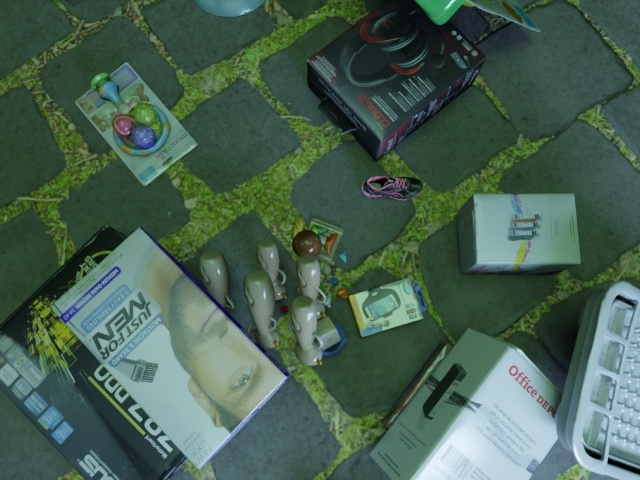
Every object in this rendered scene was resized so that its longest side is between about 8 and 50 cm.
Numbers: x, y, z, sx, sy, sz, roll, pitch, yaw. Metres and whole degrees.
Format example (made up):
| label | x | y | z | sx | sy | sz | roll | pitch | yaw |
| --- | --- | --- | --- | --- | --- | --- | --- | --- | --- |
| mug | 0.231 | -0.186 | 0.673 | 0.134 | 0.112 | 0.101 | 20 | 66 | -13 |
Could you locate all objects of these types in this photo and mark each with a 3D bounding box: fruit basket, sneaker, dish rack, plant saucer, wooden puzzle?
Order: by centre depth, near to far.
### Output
| label | x | y | z | sx | sy | sz | roll | pitch | yaw |
| --- | --- | --- | --- | --- | --- | --- | --- | --- | --- |
| dish rack | 0.505 | 0.241 | 0.856 | 0.333 | 0.072 | 0.285 | 25 | 76 | -25 |
| fruit basket | 0.251 | -0.532 | 0.974 | 0.353 | 0.165 | 0.326 | -13 | 65 | -41 |
| sneaker | 0.139 | -0.106 | 1.008 | 0.120 | 0.057 | 0.047 | -2 | 76 | 0 |
| wooden puzzle | 0.000 | 0.000 | 1.010 | 0.117 | 0.014 | 0.078 | 15 | 79 | 4 |
| plant saucer | -0.195 | -0.574 | 1.129 | 0.195 | 0.037 | 0.194 | 0 | 78 | 2 |

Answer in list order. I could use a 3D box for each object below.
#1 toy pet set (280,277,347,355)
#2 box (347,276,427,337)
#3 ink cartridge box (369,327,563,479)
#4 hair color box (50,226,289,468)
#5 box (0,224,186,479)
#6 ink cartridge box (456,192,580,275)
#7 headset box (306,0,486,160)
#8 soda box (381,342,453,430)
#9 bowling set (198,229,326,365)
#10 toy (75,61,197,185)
| label | x | y | z | sx | sy | sz | roll | pitch | yaw |
| --- | --- | --- | --- | --- | --- | --- | --- | --- | --- |
| toy pet set | 0.007 | 0.149 | 0.967 | 0.122 | 0.065 | 0.114 | -28 | 44 | -7 |
| box | 0.127 | 0.122 | 0.974 | 0.136 | 0.028 | 0.081 | -18 | 78 | 0 |
| ink cartridge box | 0.246 | 0.309 | 0.847 | 0.197 | 0.114 | 0.272 | 44 | 82 | -21 |
| hair color box | -0.232 | 0.163 | 0.840 | 0.339 | 0.110 | 0.185 | 43 | 79 | 8 |
| box | -0.347 | 0.217 | 0.930 | 0.395 | 0.097 | 0.318 | 43 | 83 | 9 |
| ink cartridge box | 0.345 | -0.008 | 0.944 | 0.177 | 0.128 | 0.127 | 1 | 78 | 3 |
| headset box | 0.130 | -0.316 | 1.026 | 0.293 | 0.110 | 0.218 | -39 | 80 | -7 |
| soda box | 0.185 | 0.267 | 0.922 | 0.058 | 0.063 | 0.183 | 39 | 82 | 8 |
| bowling set | -0.054 | 0.089 | 0.922 | 0.287 | 0.154 | 0.200 | 25 | 43 | 37 |
| toy | -0.376 | -0.242 | 1.052 | 0.137 | 0.056 | 0.237 | -40 | 80 | -5 |
